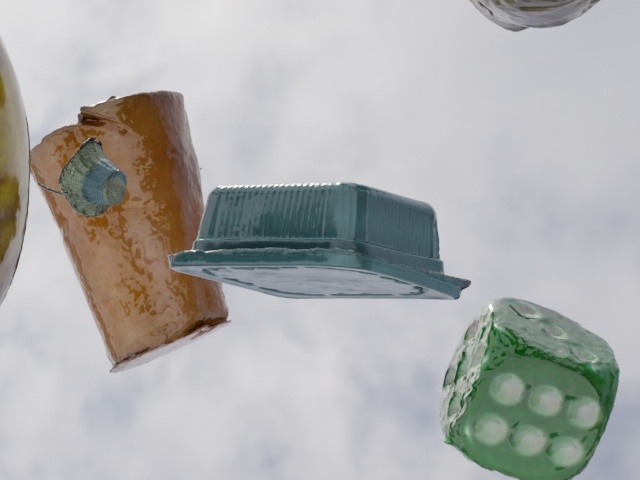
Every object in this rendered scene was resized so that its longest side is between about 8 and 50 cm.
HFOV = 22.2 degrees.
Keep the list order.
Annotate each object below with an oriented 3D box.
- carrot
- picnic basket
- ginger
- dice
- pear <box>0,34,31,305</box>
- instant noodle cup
[{"bbox_3d":[-0.184,-0.008,1.721,0.196,0.196,0.254,-30,-102,34],"label":"carrot"},{"bbox_3d":[-0.221,-0.062,1.552,0.083,0.083,0.065,19,-122,34],"label":"picnic basket"},{"bbox_3d":[0.165,-0.216,1.266,0.116,0.263,0.109,-19,-89,2],"label":"ginger"},{"bbox_3d":[0.184,0.136,1.451,0.120,0.128,0.131,-88,-159,-69],"label":"dice"},{"bbox_3d":[-0.303,-0.046,0.977,0.280,0.280,0.281,-9,-103,40],"label":"pear"},{"bbox_3d":[0.000,0.000,1.158,0.179,0.157,0.070,0,-99,36],"label":"instant noodle cup"}]
